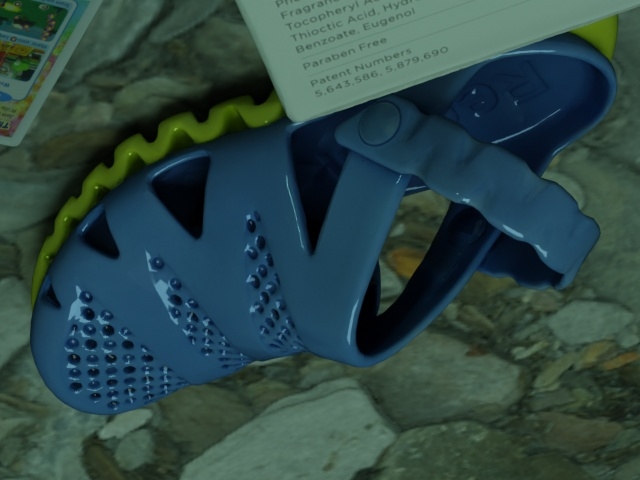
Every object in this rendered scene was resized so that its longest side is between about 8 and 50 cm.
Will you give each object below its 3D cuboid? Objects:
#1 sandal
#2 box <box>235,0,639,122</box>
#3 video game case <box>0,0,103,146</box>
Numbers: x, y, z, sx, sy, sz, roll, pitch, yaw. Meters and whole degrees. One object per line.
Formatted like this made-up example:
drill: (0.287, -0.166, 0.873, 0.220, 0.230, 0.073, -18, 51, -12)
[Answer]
sandal: (0.000, 0.000, 0.841, 0.317, 0.138, 0.126, -32, 139, 22)
box: (0.041, -0.164, 0.625, 0.182, 0.181, 0.119, -19, 141, 5)
video game case: (-0.167, -0.105, 0.758, 0.157, 0.019, 0.143, 12, 134, -30)
